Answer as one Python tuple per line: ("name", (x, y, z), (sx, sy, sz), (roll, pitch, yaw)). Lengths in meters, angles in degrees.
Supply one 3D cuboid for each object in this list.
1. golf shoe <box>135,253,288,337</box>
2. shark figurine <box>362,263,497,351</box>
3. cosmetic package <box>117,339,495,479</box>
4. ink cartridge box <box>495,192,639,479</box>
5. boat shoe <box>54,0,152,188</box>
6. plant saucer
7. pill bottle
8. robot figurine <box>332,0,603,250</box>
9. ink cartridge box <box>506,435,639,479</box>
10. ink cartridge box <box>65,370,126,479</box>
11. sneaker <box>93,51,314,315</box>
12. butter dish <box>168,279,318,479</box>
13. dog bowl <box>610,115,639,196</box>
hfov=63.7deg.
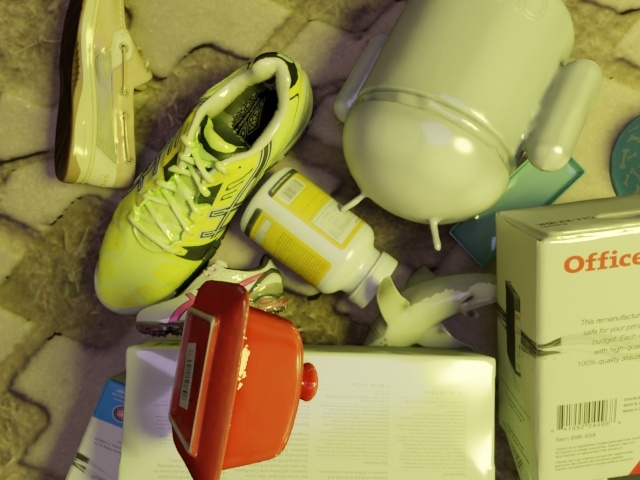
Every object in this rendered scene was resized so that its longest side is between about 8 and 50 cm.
("golf shoe", (-0.138, 0.070, 0.646), (0.186, 0.067, 0.086), (-11, 78, -20))
("shark figurine", (0.165, 0.066, 0.639), (0.278, 0.116, 0.166), (-16, 119, 7))
("cosmetic package", (-0.013, 0.256, 0.546), (0.377, 0.097, 0.285), (3, 83, -3))
("ink cartridge box", (0.298, 0.096, 0.537), (0.196, 0.114, 0.273), (-7, 108, -2))
("boat shoe", (-0.278, -0.218, 0.672), (0.098, 0.109, 0.302), (6, 83, -38))
("plant saucer", (0.260, -0.051, 0.684), (0.192, 0.018, 0.067), (-42, 86, -2))
("pill bottle", (0.000, 0.000, 0.639), (0.184, 0.103, 0.103), (38, 86, 4))
("robot figurine", (0.154, -0.168, 0.601), (0.300, 0.200, 0.354), (21, 81, 38))
("ink cartridge box", (0.341, 0.282, 0.586), (0.208, 0.045, 0.206), (-6, 47, 0))
("ink cartridge box", (-0.215, 0.282, 0.624), (0.148, 0.086, 0.203), (21, 85, 0))
("sneaker", (-0.156, -0.077, 0.626), (0.145, 0.147, 0.385), (35, 89, 2))
("butter dish", (-0.058, 0.120, 0.449), (0.118, 0.160, 0.160), (11, 83, -25))
("dog bowl", (0.534, -0.075, 0.656), (0.297, 0.074, 0.166), (22, 86, 3))
